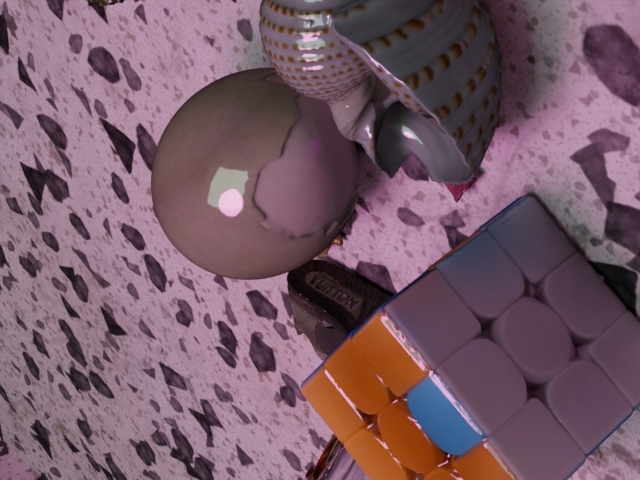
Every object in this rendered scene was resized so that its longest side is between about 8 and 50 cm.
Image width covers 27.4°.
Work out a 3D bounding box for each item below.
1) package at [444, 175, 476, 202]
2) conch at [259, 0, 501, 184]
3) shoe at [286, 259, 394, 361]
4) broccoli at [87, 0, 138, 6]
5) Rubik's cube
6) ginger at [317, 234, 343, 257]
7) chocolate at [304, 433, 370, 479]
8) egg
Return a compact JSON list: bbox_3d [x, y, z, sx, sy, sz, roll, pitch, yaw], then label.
[{"bbox_3d":[0.166,-0.095,1.691,0.083,0.029,0.059,56,146,16],"label":"package"},{"bbox_3d":[0.093,-0.216,1.511,0.303,0.215,0.319,31,173,43],"label":"conch"},{"bbox_3d":[0.065,0.152,1.991,0.293,0.109,0.149,36,148,34],"label":"shoe"},{"bbox_3d":[-0.322,-0.467,1.831,0.288,0.235,0.260,17,167,34],"label":"broccoli"},{"bbox_3d":[0.201,0.173,1.641,0.291,0.290,0.291,51,147,8],"label":"Rubik's cube"},{"bbox_3d":[0.001,0.001,2.003,0.097,0.030,0.048,19,106,41],"label":"ginger"},{"bbox_3d":[0.082,0.347,2.098,0.147,0.221,0.221,35,148,-4],"label":"chocolate"},{"bbox_3d":[-0.082,-0.093,1.792,0.278,0.278,0.336,57,151,-2],"label":"egg"}]
